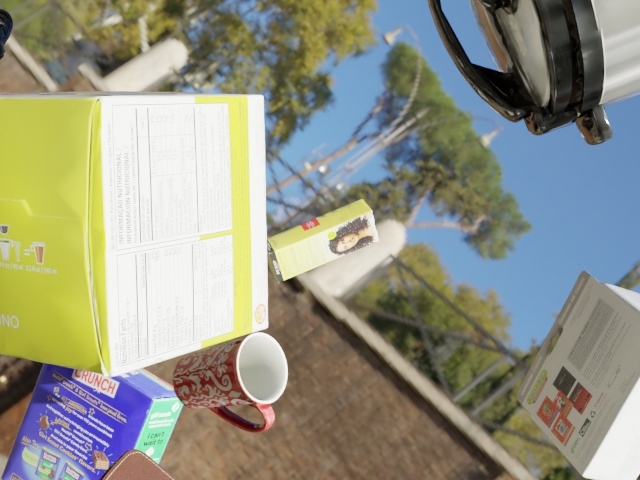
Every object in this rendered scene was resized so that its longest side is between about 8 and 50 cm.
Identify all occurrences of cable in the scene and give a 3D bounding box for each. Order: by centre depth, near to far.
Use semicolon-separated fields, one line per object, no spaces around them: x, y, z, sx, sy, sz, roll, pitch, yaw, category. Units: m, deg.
-0.659;-0.366;1.939;0.047;0.184;0.151;43;29;-53;cable

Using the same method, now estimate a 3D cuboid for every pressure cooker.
0.338;-0.357;1.313;0.376;0.420;0.370;69;-1;-48;pressure cooker

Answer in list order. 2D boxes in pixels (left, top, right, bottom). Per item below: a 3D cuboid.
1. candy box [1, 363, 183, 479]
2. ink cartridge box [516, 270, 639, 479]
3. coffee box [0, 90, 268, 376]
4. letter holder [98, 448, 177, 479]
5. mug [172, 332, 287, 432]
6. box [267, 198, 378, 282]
-0.446;0.383;2.032;0.268;0.317;0.122;26;10;25;candy box
0.540;0.252;1.955;0.130;0.310;0.272;18;17;-26;ink cartridge box
-0.301;-0.032;1.417;0.337;0.334;0.338;5;-80;32;coffee box
-0.221;0.395;1.120;0.214;0.152;0.302;44;18;-8;letter holder
-0.152;0.236;1.680;0.169;0.150;0.113;-16;-21;39;mug
0.000;0.000;2.139;0.058;0.232;0.087;-123;-168;-51;box
